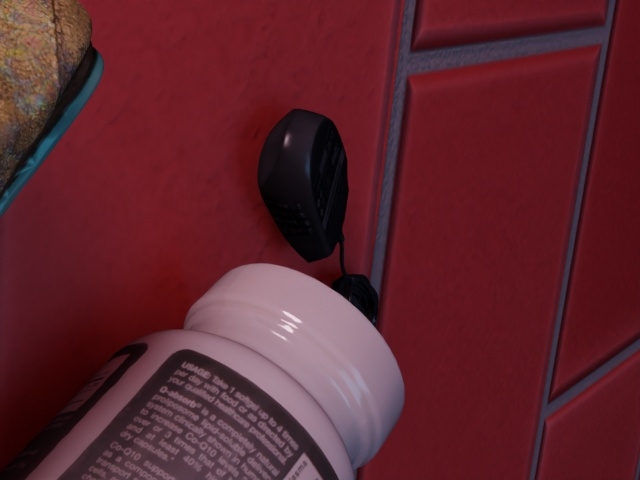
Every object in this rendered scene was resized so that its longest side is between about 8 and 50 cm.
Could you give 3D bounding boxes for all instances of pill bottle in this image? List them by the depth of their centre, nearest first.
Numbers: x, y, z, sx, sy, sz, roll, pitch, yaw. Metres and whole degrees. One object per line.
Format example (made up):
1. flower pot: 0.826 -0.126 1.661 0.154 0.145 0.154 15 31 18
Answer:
1. pill bottle: -0.080 0.146 0.663 0.278 0.162 0.162 -48 141 -37

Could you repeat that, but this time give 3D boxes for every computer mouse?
1. computer mouse: 0.000 0.000 0.860 0.242 0.041 0.071 72 27 -52

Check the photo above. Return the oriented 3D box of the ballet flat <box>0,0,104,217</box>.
1. ballet flat: -0.205 0.029 0.466 0.348 0.123 0.123 -63 148 -17
